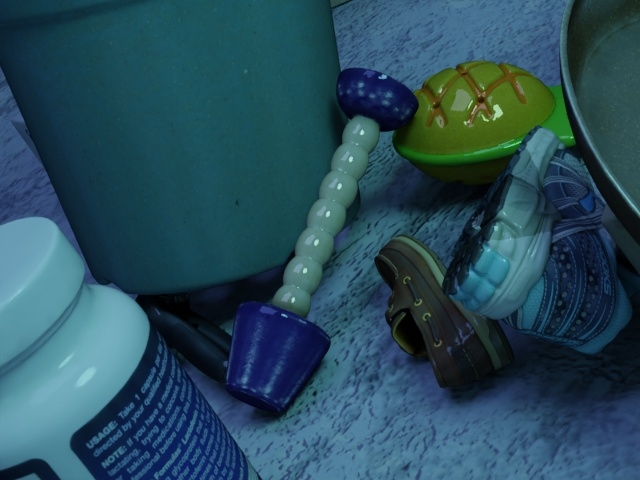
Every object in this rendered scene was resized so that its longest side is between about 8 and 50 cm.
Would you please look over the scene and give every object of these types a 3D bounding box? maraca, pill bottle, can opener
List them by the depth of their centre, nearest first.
[{"bbox_3d":[-0.149,0.124,0.843,0.153,0.265,0.153,-23,29,13],"label":"pill bottle"},{"bbox_3d":[0.149,-0.100,1.102,0.185,0.099,0.127,-5,35,23],"label":"maraca"},{"bbox_3d":[-0.104,0.084,1.105,0.059,0.073,0.186,-1,12,-37],"label":"can opener"}]

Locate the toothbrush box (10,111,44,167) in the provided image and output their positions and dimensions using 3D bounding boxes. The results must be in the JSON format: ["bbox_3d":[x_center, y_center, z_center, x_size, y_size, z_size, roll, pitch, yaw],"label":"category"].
[{"bbox_3d":[-0.176,-0.143,1.459,0.206,0.122,0.283,-45,32,-25],"label":"toothbrush box"}]

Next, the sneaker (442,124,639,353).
[{"bbox_3d":[0.162,0.009,0.925,0.110,0.122,0.283,-58,-2,22],"label":"sneaker"}]

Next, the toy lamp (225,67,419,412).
[{"bbox_3d":[0.000,0.000,1.032,0.080,0.080,0.275,5,66,48],"label":"toy lamp"}]

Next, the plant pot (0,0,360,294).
[{"bbox_3d":[-0.122,-0.153,1.143,0.341,0.334,0.341,-14,19,5],"label":"plant pot"}]

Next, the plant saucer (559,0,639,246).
[{"bbox_3d":[0.268,-0.049,0.767,0.310,0.310,0.050,-60,0,-43],"label":"plant saucer"}]

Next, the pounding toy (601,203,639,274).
[{"bbox_3d":[0.258,-0.005,0.826,0.100,0.130,0.141,-23,27,41],"label":"pounding toy"}]

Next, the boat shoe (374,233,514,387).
[{"bbox_3d":[0.074,0.049,0.964,0.060,0.064,0.178,-32,30,-6],"label":"boat shoe"}]

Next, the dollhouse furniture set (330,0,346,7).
[{"bbox_3d":[-0.071,-0.438,1.538,0.362,0.394,0.256,-20,22,20],"label":"dollhouse furniture set"}]
